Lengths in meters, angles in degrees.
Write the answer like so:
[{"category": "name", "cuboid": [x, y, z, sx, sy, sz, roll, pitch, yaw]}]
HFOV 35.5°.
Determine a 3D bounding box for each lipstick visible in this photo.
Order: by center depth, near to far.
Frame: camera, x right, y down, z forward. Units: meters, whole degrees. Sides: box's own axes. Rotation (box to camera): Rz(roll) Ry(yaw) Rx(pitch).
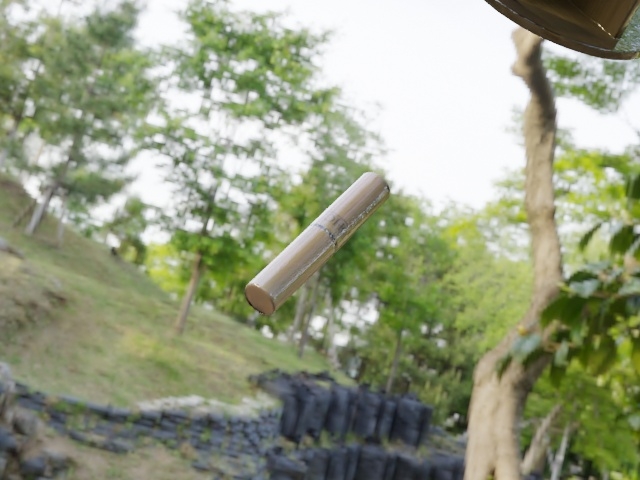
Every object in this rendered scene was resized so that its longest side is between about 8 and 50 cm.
[{"category": "lipstick", "cuboid": [0.000, 0.000, 0.472, 0.019, 0.094, 0.019, 27, -38, 24]}]

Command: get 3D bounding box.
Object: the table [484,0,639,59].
[{"category": "table", "cuboid": [0.215, -0.267, 0.700, 0.167, 0.167, 0.226, 16, -51, -10]}]
